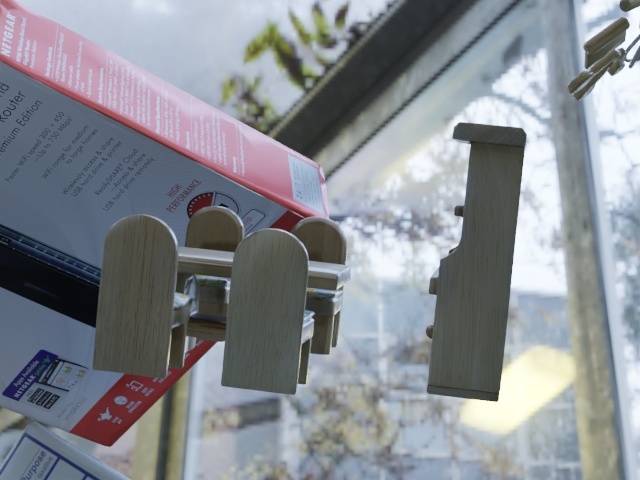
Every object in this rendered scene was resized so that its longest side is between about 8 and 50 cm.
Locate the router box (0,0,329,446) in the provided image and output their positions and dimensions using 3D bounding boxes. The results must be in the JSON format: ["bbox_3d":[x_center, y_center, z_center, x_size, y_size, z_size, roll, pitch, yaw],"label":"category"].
[{"bbox_3d":[-0.212,0.005,1.088,0.301,0.082,0.335,26,-54,-28],"label":"router box"}]

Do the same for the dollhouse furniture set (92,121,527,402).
[{"bbox_3d":[0.000,0.000,0.834,0.242,0.160,0.212,6,4,8],"label":"dollhouse furniture set"}]

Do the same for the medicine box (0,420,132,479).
[{"bbox_3d":[-0.164,0.327,1.010,0.289,0.263,0.149,24,-15,31],"label":"medicine box"}]

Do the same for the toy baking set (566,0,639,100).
[{"bbox_3d":[0.383,-0.256,1.595,0.256,0.030,0.196,-29,-18,-30],"label":"toy baking set"}]
